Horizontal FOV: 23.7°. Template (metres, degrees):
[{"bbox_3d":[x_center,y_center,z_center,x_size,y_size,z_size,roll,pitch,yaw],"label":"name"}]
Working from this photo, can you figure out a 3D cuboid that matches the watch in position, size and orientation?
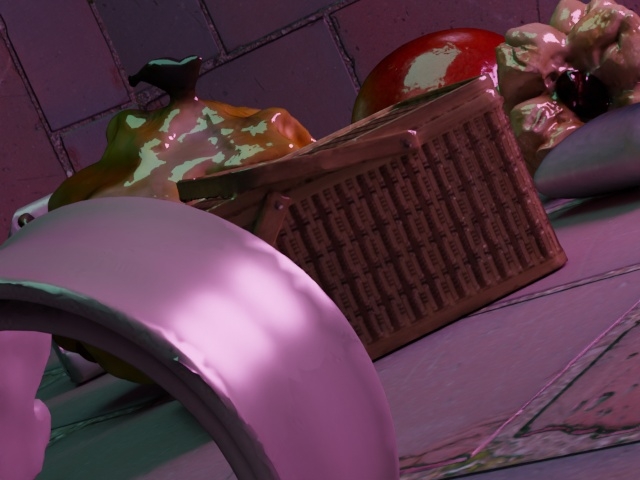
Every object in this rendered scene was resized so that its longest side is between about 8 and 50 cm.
[{"bbox_3d":[-0.086,0.107,0.589,0.231,0.244,0.196,1,17,18],"label":"watch"}]

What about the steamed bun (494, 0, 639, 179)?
[{"bbox_3d":[0.264,-0.158,1.515,0.177,0.192,0.106,-15,-10,-3],"label":"steamed bun"}]

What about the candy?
[{"bbox_3d":[0.285,-0.086,1.365,0.138,0.071,0.174,-27,6,-30],"label":"candy"}]

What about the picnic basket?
[{"bbox_3d":[0.000,0.000,1.217,0.313,0.175,0.228,-26,7,-13],"label":"picnic basket"}]

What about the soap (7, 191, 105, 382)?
[{"bbox_3d":[-0.173,-0.002,1.762,0.347,0.208,0.115,-25,6,-11],"label":"soap"}]

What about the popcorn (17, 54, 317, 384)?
[{"bbox_3d":[-0.131,-0.003,1.470,0.316,0.281,0.297,-39,39,-9],"label":"popcorn"}]

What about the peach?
[{"bbox_3d":[0.153,-0.138,1.750,0.243,0.199,0.243,-23,16,7],"label":"peach"}]
